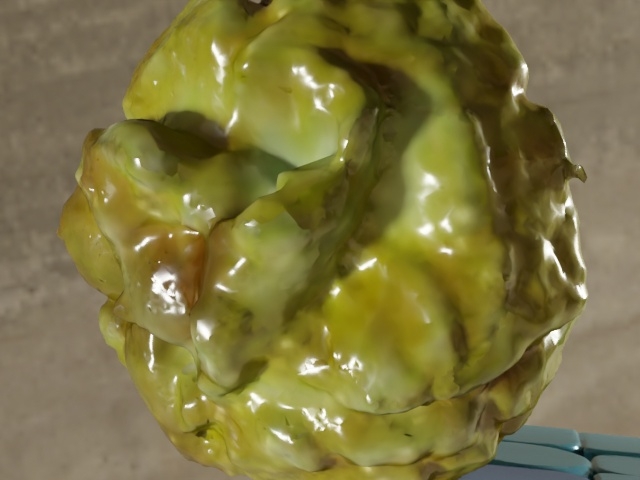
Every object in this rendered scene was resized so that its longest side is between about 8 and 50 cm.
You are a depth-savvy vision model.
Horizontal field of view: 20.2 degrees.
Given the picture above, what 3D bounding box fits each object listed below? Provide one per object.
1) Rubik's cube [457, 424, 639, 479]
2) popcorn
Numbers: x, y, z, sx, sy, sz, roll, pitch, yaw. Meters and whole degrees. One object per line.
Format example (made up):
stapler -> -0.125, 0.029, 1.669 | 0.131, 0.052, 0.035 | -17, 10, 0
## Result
Rubik's cube -> 0.130, 0.292, 1.272 | 0.290, 0.291, 0.291 | 6, -177, 5
popcorn -> 0.010, 0.002, 0.921 | 0.247, 0.282, 0.282 | -29, -159, -13
